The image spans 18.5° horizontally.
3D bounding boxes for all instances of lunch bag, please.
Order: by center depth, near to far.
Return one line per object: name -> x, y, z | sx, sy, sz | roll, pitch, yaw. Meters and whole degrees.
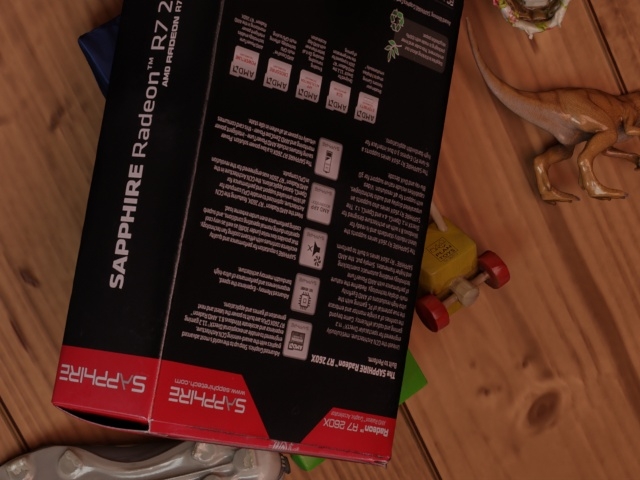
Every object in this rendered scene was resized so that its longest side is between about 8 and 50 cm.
lunch bag -> -0.108, -0.108, 1.271 | 0.065, 0.098, 0.067 | -30, 140, -8

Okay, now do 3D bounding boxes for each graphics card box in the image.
graphics card box -> -0.027, -0.057, 1.216 | 0.232, 0.094, 0.371 | 14, 84, -49

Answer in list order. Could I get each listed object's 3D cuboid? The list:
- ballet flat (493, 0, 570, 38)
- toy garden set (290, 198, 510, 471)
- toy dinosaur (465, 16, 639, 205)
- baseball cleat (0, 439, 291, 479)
ballet flat -> 0.143, -0.224, 1.274 | 0.091, 0.077, 0.241 | -5, 145, 7
toy garden set -> 0.000, 0.000, 1.353 | 0.203, 0.049, 0.244 | -35, 103, -19
toy dinosaur -> 0.175, -0.085, 1.399 | 0.211, 0.064, 0.112 | 5, 82, -29
baseball cleat -> -0.122, 0.173, 1.339 | 0.205, 0.109, 0.072 | -7, 74, 10
